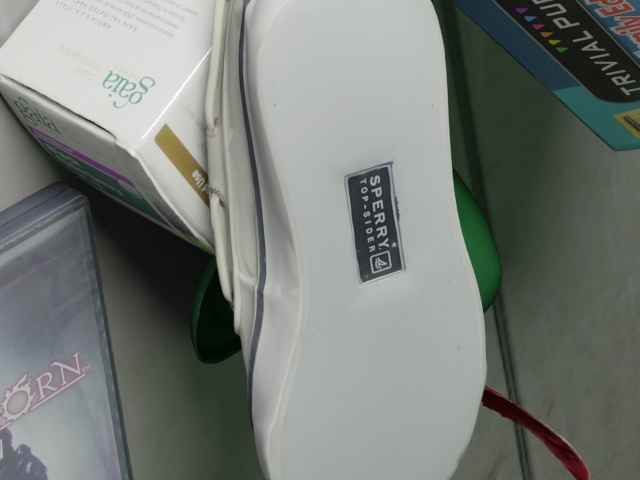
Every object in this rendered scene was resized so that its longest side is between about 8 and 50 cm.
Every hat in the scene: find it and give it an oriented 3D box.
[{"bbox_3d":[0.067,0.032,0.868,0.173,0.183,0.208,-60,166,20],"label":"hat"}]

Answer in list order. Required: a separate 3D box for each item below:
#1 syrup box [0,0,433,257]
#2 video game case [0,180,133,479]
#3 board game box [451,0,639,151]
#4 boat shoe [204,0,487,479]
[{"bbox_3d":[-0.019,-0.118,0.779,0.237,0.093,0.096,-54,144,-12],"label":"syrup box"},{"bbox_3d":[-0.165,0.131,0.822,0.196,0.026,0.274,-33,136,-34],"label":"video game case"},{"bbox_3d":[0.102,-0.238,0.732,0.254,0.079,0.336,32,57,-54],"label":"board game box"},{"bbox_3d":[0.000,0.000,0.726,0.096,0.088,0.267,-19,125,-14],"label":"boat shoe"}]
